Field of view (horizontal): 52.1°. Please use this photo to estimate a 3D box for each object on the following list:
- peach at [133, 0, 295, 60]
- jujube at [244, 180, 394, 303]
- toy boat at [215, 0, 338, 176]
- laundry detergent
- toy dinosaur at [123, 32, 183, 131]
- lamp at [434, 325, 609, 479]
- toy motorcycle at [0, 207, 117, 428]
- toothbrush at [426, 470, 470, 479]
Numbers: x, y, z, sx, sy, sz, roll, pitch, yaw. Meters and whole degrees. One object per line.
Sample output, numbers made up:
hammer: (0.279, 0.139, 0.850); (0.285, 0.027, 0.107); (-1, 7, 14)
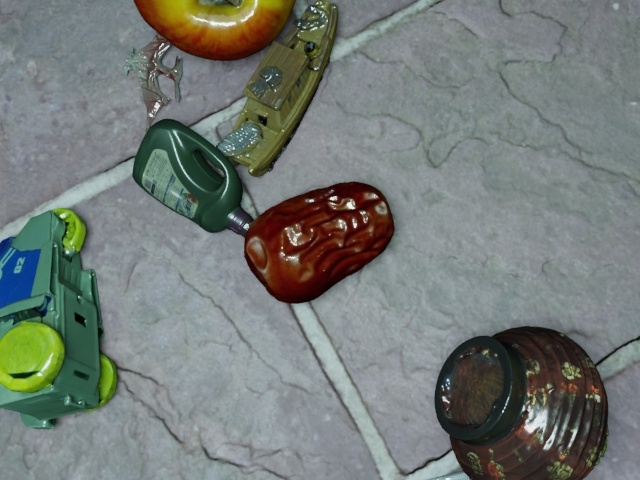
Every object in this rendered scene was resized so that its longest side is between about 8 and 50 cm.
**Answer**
peach: (-0.167, -0.413, 1.036); (0.281, 0.281, 0.238); (-9, 122, 1)
jujube: (0.000, 0.000, 0.997); (0.230, 0.155, 0.155); (-23, 79, -11)
toy boat: (-0.062, -0.253, 1.060); (0.089, 0.121, 0.321); (27, 82, 14)
laundry detergent: (-0.186, -0.086, 1.037); (0.222, 0.078, 0.144); (35, 124, 7)
toy dinosaur: (-0.284, -0.294, 1.124); (0.108, 0.032, 0.220); (11, 89, 2)
lamp: (0.282, 0.236, 0.901); (0.247, 0.247, 0.247); (-1, 79, 3)
toy motorcycle: (-0.443, 0.112, 0.993); (0.200, 0.191, 0.326); (-17, 64, 4)
toothbrush: (0.085, 0.387, 0.979); (0.286, 0.020, 0.025); (-13, 85, 1)
